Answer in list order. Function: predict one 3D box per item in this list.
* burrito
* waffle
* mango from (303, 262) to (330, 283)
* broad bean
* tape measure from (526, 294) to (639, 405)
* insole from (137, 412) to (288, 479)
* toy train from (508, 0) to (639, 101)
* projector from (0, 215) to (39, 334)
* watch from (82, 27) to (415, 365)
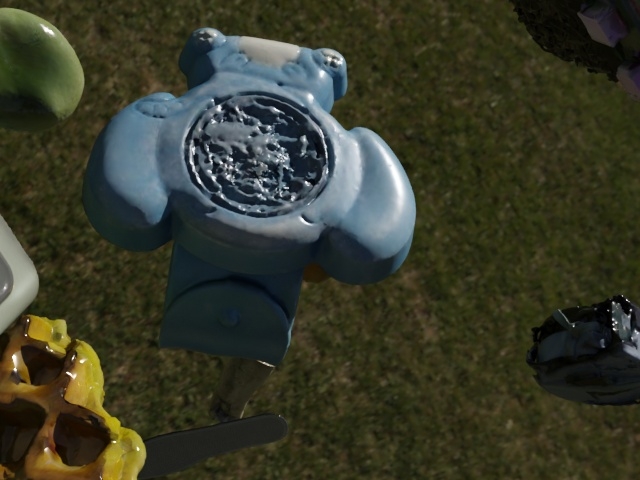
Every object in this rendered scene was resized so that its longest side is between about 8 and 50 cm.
[{"bbox_3d":[-0.134,0.238,1.788,0.087,0.226,0.060,4,49,-24],"label":"burrito"},{"bbox_3d":[-0.197,0.161,0.549,0.238,0.243,0.059,47,-3,34],"label":"waffle"},{"bbox_3d":[0.001,0.002,1.322,0.105,0.159,0.084,19,41,-19],"label":"mango"},{"bbox_3d":[-0.444,-0.242,1.486,0.228,0.100,0.169,10,97,-23],"label":"broad bean"},{"bbox_3d":[0.185,0.073,0.679,0.091,0.094,0.054,21,60,-25],"label":"tape measure"},{"bbox_3d":[-0.099,0.167,0.852,0.002,0.153,0.053,-101,175,-47],"label":"insole"},{"bbox_3d":[0.252,-0.227,0.839,0.134,0.177,0.261,49,2,-30],"label":"toy train"},{"bbox_3d":[-0.606,0.077,1.552,0.248,0.249,0.249,60,28,-18],"label":"projector"},{"bbox_3d":[-0.053,-0.017,0.730,0.211,0.193,0.211,5,61,-10],"label":"watch"}]
